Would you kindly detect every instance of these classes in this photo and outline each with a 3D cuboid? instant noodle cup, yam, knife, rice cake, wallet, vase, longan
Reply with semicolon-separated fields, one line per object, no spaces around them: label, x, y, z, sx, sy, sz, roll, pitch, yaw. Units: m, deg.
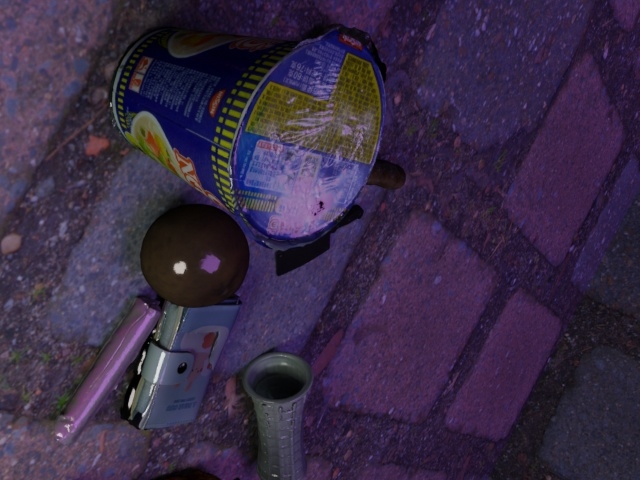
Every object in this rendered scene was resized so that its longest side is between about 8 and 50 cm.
instant noodle cup;-0.118;-0.170;1.040;0.284;0.312;0.284;-29;131;-39
yam;0.081;-0.140;1.533;0.274;0.061;0.061;2;111;-51
knife;0.000;0.000;1.558;0.245;0.019;0.072;-30;138;-34
rice cake;-0.343;0.208;1.226;0.055;0.049;0.269;40;80;-40
wallet;-0.243;0.208;1.338;0.176;0.075;0.250;7;106;-60
vase;-0.085;0.390;1.602;0.143;0.143;0.298;-32;137;-36
longan;-0.196;0.026;1.202;0.167;0.167;0.187;-53;140;-14

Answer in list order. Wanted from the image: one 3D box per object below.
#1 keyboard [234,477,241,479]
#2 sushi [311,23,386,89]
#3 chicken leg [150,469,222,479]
keyboard;-0.244;0.564;1.612;0.196;0.018;0.060;-13;124;-47
sushi;0.005;-0.259;1.295;0.225;0.136;0.126;-51;141;-5
chicken leg;-0.260;0.549;1.512;0.323;0.083;0.177;3;109;-48
